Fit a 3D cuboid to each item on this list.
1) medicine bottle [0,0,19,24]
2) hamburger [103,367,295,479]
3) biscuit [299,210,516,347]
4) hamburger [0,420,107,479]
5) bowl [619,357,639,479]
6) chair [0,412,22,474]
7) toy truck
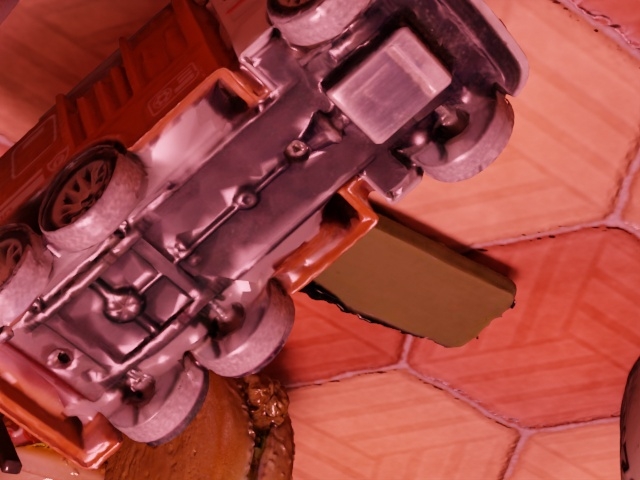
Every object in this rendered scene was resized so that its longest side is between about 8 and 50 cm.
[{"bbox_3d":[-0.392,-0.079,1.056,0.406,0.235,0.235,-14,135,22],"label":"medicine bottle"},{"bbox_3d":[-0.095,0.199,1.378,0.122,0.189,0.215,20,136,-29],"label":"hamburger"},{"bbox_3d":[0.000,0.000,1.245,0.323,0.038,0.099,25,132,-19],"label":"biscuit"},{"bbox_3d":[-0.239,0.245,1.506,0.210,0.116,0.173,25,144,-26],"label":"hamburger"},{"bbox_3d":[0.401,0.228,1.286,0.354,0.185,0.353,12,135,12],"label":"bowl"},{"bbox_3d":[-0.300,0.055,1.284,0.160,0.319,0.186,26,91,-23],"label":"chair"},{"bbox_3d":[-0.072,-0.056,1.017,0.387,0.207,0.173,-41,125,9],"label":"toy truck"}]
